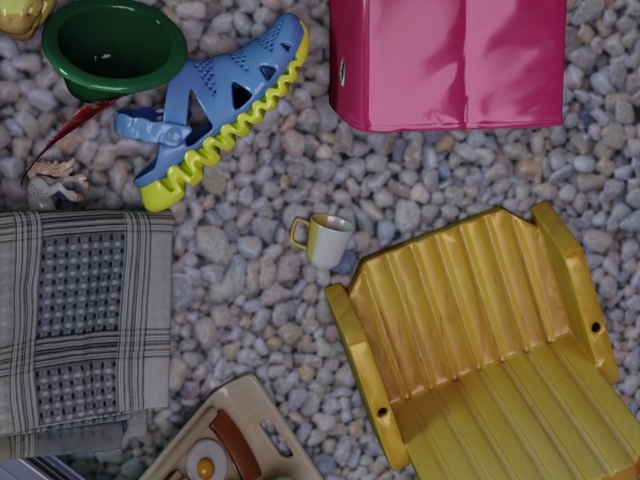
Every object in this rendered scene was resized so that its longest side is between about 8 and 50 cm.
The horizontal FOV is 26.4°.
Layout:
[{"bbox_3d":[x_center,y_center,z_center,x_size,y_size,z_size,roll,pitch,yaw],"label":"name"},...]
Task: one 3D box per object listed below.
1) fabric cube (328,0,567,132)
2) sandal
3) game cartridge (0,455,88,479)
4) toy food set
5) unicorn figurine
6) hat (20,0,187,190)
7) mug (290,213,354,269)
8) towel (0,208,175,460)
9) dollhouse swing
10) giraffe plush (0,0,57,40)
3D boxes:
[{"bbox_3d":[0.151,-0.284,1.717,0.259,0.254,0.258,-3,105,-9],"label":"fabric cube"},{"bbox_3d":[-0.147,-0.184,1.762,0.317,0.126,0.138,-44,103,1],"label":"sandal"},{"bbox_3d":[-0.389,0.377,1.842,0.355,0.068,0.230,42,128,-17],"label":"game cartridge"},{"bbox_3d":[-0.124,0.359,1.843,0.092,0.306,0.220,-15,114,41],"label":"toy food set"},{"bbox_3d":[-0.362,-0.029,1.797,0.111,0.060,0.162,3,89,3],"label":"unicorn figurine"},{"bbox_3d":[-0.287,-0.192,1.771,0.208,0.173,0.183,-2,141,-17],"label":"hat"},{"bbox_3d":[0.004,0.001,1.874,0.062,0.078,0.064,-5,118,-43],"label":"mug"},{"bbox_3d":[-0.316,0.121,1.742,0.312,0.056,0.324,-2,101,-47],"label":"towel"},{"bbox_3d":[0.230,0.166,1.822,0.346,0.305,0.315,-20,107,-4],"label":"dollhouse swing"},{"bbox_3d":[-0.383,-0.369,1.654,0.170,0.181,0.210,29,89,-8],"label":"giraffe plush"}]
